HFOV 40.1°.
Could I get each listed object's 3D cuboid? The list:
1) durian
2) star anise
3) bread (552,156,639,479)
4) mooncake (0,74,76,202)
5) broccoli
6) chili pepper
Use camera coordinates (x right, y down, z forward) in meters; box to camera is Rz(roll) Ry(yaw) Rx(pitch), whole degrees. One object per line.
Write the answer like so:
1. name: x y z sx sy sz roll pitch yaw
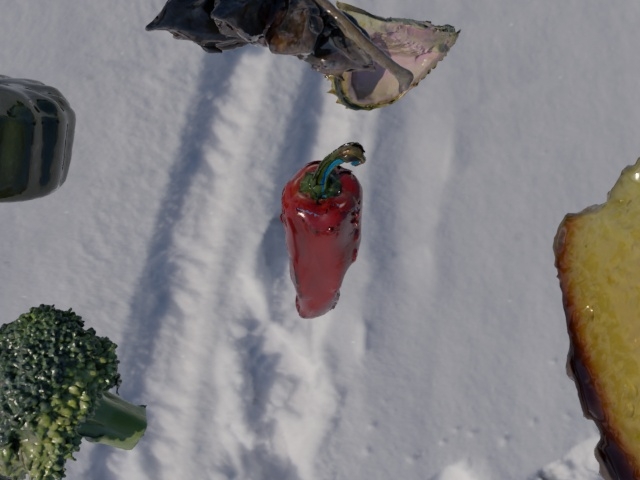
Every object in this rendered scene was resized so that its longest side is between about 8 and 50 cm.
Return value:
1. durian: 0.099 -0.335 1.642 0.305 0.186 0.195 -7 117 -48
2. star anise: -0.032 -0.203 0.832 0.230 0.263 0.081 1 103 -68
3. bread: 0.194 0.053 0.445 0.169 0.140 0.160 45 40 -4
4. mooncake: -0.613 -0.197 1.541 0.351 0.351 0.187 4 110 -30
5. broccoli: -0.450 0.290 1.406 0.302 0.249 0.375 38 112 -6
6. chili pepper: 0.000 0.000 1.153 0.110 0.387 0.110 1 53 -1
